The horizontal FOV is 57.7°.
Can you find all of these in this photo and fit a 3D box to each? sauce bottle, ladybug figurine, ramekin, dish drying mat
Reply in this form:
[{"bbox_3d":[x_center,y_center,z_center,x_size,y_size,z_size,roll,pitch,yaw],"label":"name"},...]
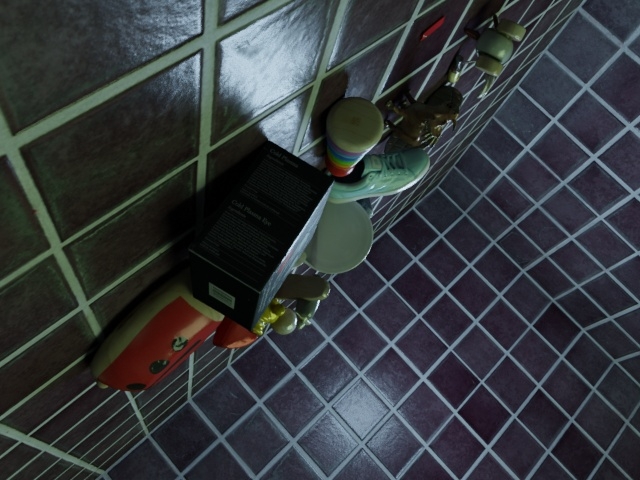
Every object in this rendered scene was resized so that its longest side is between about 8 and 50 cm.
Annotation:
[{"bbox_3d":[0.454,-0.574,1.945,0.042,0.042,0.128,-42,169,-7],"label":"sauce bottle"},{"bbox_3d":[-0.414,0.247,1.551,0.449,0.162,0.305,-44,171,3],"label":"ladybug figurine"},{"bbox_3d":[0.039,-0.026,1.983,0.273,0.273,0.127,-44,-177,2],"label":"ramekin"},{"bbox_3d":[0.287,-0.544,1.493,0.083,0.008,0.032,-41,169,-14],"label":"dish drying mat"}]

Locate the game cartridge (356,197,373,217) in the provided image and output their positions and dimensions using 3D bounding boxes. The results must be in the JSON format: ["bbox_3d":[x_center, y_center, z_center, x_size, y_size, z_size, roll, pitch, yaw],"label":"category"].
[{"bbox_3d":[0.091,-0.073,2.284,0.297,0.062,0.198,-47,-159,26],"label":"game cartridge"}]

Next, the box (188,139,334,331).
[{"bbox_3d":[-0.142,0.003,1.350,0.313,0.178,0.343,-58,177,-23],"label":"box"}]

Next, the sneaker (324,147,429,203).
[{"bbox_3d":[0.176,-0.214,1.813,0.365,0.135,0.150,-21,165,-3],"label":"sneaker"}]

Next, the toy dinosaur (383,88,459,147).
[{"bbox_3d":[0.301,-0.351,1.802,0.127,0.200,0.296,-41,171,-12],"label":"toy dinosaur"}]

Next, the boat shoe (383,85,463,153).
[{"bbox_3d":[0.374,-0.400,2.100,0.355,0.132,0.130,-42,170,-5],"label":"boat shoe"}]

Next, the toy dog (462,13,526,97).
[{"bbox_3d":[0.519,-0.607,1.821,0.220,0.160,0.334,-58,175,-2],"label":"toy dog"}]

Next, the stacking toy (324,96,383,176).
[{"bbox_3d":[0.064,-0.252,1.540,0.141,0.141,0.330,-41,177,-13],"label":"stacking toy"}]

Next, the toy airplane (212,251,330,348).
[{"bbox_3d":[-0.153,0.166,1.813,0.384,0.273,0.386,-30,-157,6],"label":"toy airplane"}]
